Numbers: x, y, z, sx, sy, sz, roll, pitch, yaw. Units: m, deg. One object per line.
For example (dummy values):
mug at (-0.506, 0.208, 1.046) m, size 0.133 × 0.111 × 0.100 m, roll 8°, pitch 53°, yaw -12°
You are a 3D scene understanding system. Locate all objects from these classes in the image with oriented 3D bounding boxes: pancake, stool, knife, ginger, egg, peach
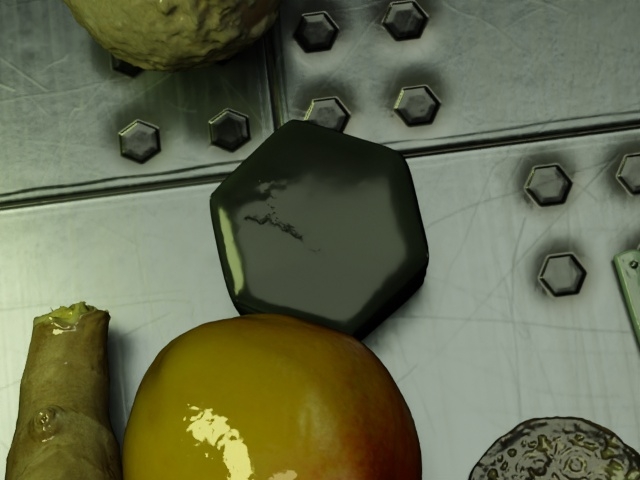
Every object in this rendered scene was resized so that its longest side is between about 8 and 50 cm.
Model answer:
pancake at (0.252, 0.271, 1.732) m, size 0.184 × 0.020 × 0.190 m, roll -28°, pitch 77°, yaw -4°
stool at (0.000, 0.000, 1.741) m, size 0.232 × 0.141 × 0.232 m, roll 0°, pitch 77°, yaw 2°
knife at (0.349, 0.086, 1.766) m, size 0.044 × 0.023 × 0.162 m, roll -16°, pitch 78°, yaw 1°
ginger at (-0.229, 0.251, 1.666) m, size 0.166 × 0.236 × 0.375 m, roll -9°, pitch 44°, yaw 23°
egg at (-0.155, -0.307, 1.744) m, size 0.279 × 0.279 × 0.310 m, roll -38°, pitch 40°, yaw -6°
peach at (-0.038, 0.227, 1.587) m, size 0.308 × 0.289 × 0.289 m, roll 37°, pitch 81°, yaw 25°
